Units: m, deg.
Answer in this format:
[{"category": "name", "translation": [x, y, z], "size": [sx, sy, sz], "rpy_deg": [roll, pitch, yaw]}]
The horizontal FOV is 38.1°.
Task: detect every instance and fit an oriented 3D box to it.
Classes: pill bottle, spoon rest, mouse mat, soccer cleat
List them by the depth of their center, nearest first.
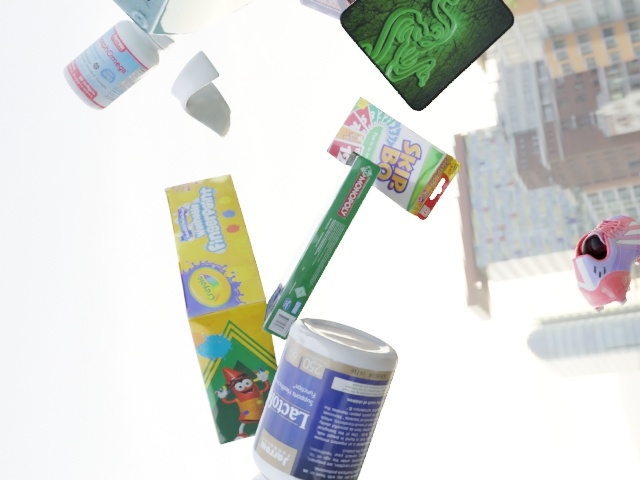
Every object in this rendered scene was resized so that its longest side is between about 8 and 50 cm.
[{"category": "mouse mat", "translation": [0.132, -0.267, 1.120], "size": [0.152, 0.190, 0.007], "rpy_deg": [48, 167, -9]}, {"category": "pill bottle", "translation": [-0.004, 0.249, 1.241], "size": [0.153, 0.153, 0.264], "rpy_deg": [2, -73, -67]}, {"category": "soccer cleat", "translation": [0.417, 0.009, 1.346], "size": [0.095, 0.083, 0.248], "rpy_deg": [59, -145, -14]}, {"category": "pill bottle", "translation": [-0.300, -0.273, 1.391], "size": [0.087, 0.160, 0.087], "rpy_deg": [50, -169, -13]}, {"category": "spoon rest", "translation": [-0.218, -0.257, 1.670], "size": [0.137, 0.084, 0.276], "rpy_deg": [55, 174, 6]}]

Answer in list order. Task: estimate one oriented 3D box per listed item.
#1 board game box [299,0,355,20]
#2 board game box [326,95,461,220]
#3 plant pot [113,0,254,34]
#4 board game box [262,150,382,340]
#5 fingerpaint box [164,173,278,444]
[{"category": "board game box", "translation": [0.008, -0.475, 1.700], "size": [0.048, 0.170, 0.141], "rpy_deg": [-47, -39, -13]}, {"category": "board game box", "translation": [0.128, -0.150, 1.671], "size": [0.039, 0.259, 0.124], "rpy_deg": [18, -73, -54]}, {"category": "plant pot", "translation": [-0.188, -0.428, 1.258], "size": [0.247, 0.248, 0.252], "rpy_deg": [45, -120, -4]}, {"category": "board game box", "translation": [0.000, 0.000, 1.558], "size": [0.317, 0.046, 0.213], "rpy_deg": [-61, 4, 6]}, {"category": "fingerpaint box", "translation": [-0.200, 0.137, 1.978], "size": [0.444, 0.163, 0.371], "rpy_deg": [-111, 11, -51]}]
